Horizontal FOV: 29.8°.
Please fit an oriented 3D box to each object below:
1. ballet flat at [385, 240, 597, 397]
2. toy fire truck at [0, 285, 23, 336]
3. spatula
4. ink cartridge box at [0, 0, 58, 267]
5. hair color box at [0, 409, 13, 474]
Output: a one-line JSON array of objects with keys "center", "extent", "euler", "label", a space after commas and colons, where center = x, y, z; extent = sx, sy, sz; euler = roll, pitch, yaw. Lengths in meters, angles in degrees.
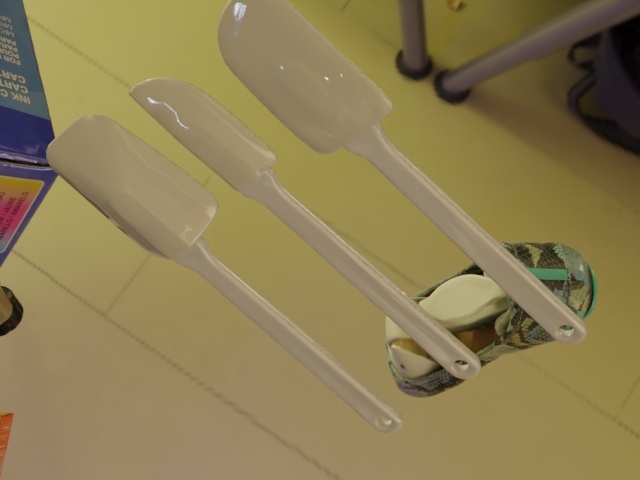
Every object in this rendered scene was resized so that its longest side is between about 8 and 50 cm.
[{"center": [0.074, 0.044, 0.682], "extent": [0.070, 0.188, 0.070], "euler": [13, 61, -25], "label": "ballet flat"}, {"center": [-0.499, 0.088, 1.406], "extent": [0.246, 0.158, 0.217], "euler": [-37, 52, -16], "label": "toy fire truck"}, {"center": [0.000, 0.000, 0.583], "extent": [0.242, 0.168, 0.019], "euler": [42, 35, -22], "label": "spatula"}, {"center": [-0.341, -0.079, 0.949], "extent": [0.151, 0.270, 0.395], "euler": [11, 45, -35], "label": "ink cartridge box"}, {"center": [-0.419, 0.272, 1.375], "extent": [0.093, 0.053, 0.167], "euler": [11, 87, 4], "label": "hair color box"}]
